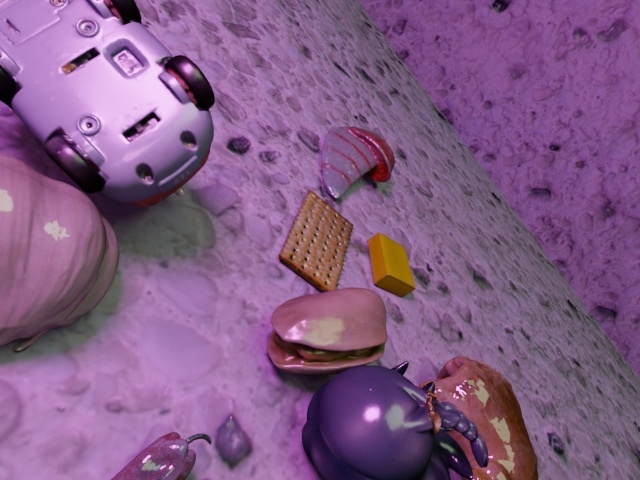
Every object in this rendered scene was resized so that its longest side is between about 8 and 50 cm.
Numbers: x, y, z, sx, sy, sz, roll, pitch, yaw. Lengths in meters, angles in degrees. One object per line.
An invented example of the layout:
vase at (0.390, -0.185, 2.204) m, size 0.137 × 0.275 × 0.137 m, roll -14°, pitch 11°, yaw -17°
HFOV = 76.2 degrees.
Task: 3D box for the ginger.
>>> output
ginger at (0.283, 0.350, 0.727) m, size 0.275 × 0.130 × 0.221 m, roll 46°, pitch 43°, yaw 1°

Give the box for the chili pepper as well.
chili pepper at (-0.173, 0.237, 0.391) m, size 0.050 × 0.041 × 0.153 m, roll 39°, pitch 49°, yaw 17°

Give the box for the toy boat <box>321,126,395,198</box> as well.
toy boat at (0.071, -0.195, 1.037) m, size 0.206 × 0.096 × 0.282 m, roll 44°, pitch 48°, yaw 0°

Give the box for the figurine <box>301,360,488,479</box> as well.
figurine at (0.104, 0.277, 0.566) m, size 0.265 × 0.196 × 0.175 m, roll 19°, pitch 10°, yaw -33°

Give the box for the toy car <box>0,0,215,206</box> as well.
toy car at (-0.262, -0.164, 0.516) m, size 0.180 × 0.212 × 0.270 m, roll -43°, pitch 92°, yaw -16°

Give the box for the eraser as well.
eraser at (0.158, 0.054, 0.922) m, size 0.097 × 0.045 × 0.122 m, roll 25°, pitch 41°, yaw -33°

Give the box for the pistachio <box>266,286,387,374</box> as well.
pistachio at (0.019, 0.137, 0.629) m, size 0.152 × 0.126 × 0.223 m, roll 32°, pitch 27°, yaw 35°

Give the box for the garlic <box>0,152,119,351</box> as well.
garlic at (-0.295, 0.000, 0.384) m, size 0.229 × 0.143 × 0.177 m, roll 8°, pitch 52°, yaw -56°

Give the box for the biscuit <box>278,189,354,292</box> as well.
biscuit at (0.000, 0.000, 0.817) m, size 0.139 × 0.016 × 0.231 m, roll 39°, pitch 37°, yaw -17°
